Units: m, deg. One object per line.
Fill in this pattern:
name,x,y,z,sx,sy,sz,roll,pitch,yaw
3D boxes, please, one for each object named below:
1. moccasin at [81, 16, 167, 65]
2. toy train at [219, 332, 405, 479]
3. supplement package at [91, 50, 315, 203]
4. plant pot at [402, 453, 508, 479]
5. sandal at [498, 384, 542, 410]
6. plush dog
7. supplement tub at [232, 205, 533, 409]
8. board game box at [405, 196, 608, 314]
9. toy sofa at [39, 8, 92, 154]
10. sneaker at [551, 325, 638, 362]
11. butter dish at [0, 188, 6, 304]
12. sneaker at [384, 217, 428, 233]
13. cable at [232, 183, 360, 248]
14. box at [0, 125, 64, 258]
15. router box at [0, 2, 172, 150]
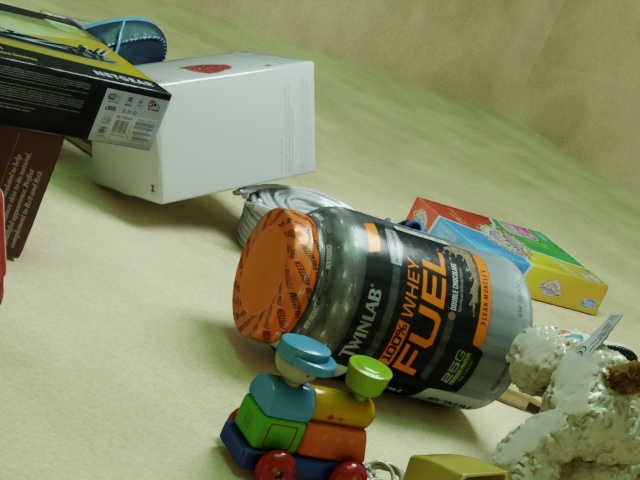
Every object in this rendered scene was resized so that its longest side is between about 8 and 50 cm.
moccasin,-0.377,-0.226,2.033,0.342,0.137,0.117,-27,51,-18
toy train,0.034,0.182,1.388,0.248,0.143,0.105,14,19,-31
supplement package,-0.172,-0.175,2.000,0.293,0.175,0.178,-15,22,-40
plant pot,0.130,0.260,1.401,0.083,0.081,0.081,26,13,41
sandal,0.343,0.207,1.887,0.240,0.079,0.088,19,16,-17
plush dog,0.338,0.229,1.552,0.225,0.211,0.262,48,38,-31
supplement tub,0.076,0.080,1.673,0.338,0.207,0.207,16,17,-25
board game box,0.344,0.029,2.508,0.317,0.064,0.242,14,18,-32
toy sofa,-0.353,-0.240,2.206,0.363,0.150,0.177,33,17,30
sneaker,0.440,0.171,2.190,0.161,0.057,0.075,14,24,-24
butter dish,-0.410,-0.018,1.442,0.118,0.159,0.160,-13,34,-28
sneaker,0.162,0.011,2.255,0.083,0.087,0.221,36,20,35
cable,0.000,0.000,2.051,0.257,0.089,0.257,29,16,15
box,-0.416,-0.109,1.637,0.167,0.168,0.203,19,17,-18
router box,-0.365,-0.208,1.571,0.309,0.081,0.243,7,23,-47
